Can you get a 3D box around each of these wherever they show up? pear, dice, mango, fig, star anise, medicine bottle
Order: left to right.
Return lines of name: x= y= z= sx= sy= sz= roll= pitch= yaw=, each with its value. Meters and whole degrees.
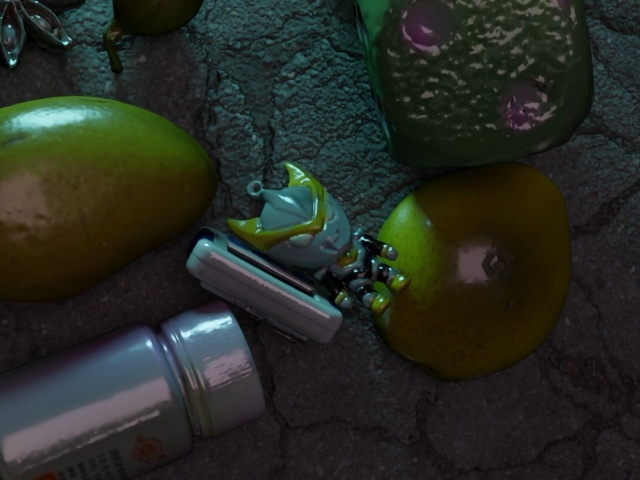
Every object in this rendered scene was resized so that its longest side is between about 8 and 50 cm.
star anise: x=-0.487 y=-0.372 z=1.765 sx=0.236 sy=0.109 sz=0.223 roll=-28 pitch=101 yaw=-31
mango: x=-0.367 y=-0.066 z=1.713 sx=0.445 sy=0.220 sz=0.301 roll=-7 pitch=85 yaw=-17
medicine bottle: x=-0.293 y=0.242 z=1.706 sx=0.388 sy=0.219 sz=0.219 roll=-22 pitch=91 yaw=-15
fig: x=-0.277 y=-0.379 z=1.798 sx=0.186 sy=0.148 sz=0.142 roll=-33 pitch=89 yaw=-15
dice: x=0.230 y=-0.295 z=1.778 sx=0.318 sy=0.322 sz=0.330 roll=-13 pitch=104 yaw=2
pear: x=0.271 y=0.045 z=1.868 sx=0.340 sy=0.191 sz=0.386 roll=33 pitch=80 yaw=-9

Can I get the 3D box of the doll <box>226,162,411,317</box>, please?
doll: x=-0.003 y=0.003 z=1.817 sx=0.316 sy=0.103 sz=0.145 roll=39 pitch=98 yaw=19

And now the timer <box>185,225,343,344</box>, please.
timer: x=-0.093 y=0.074 z=1.788 sx=0.253 sy=0.178 sz=0.078 roll=30 pitch=97 yaw=-9
